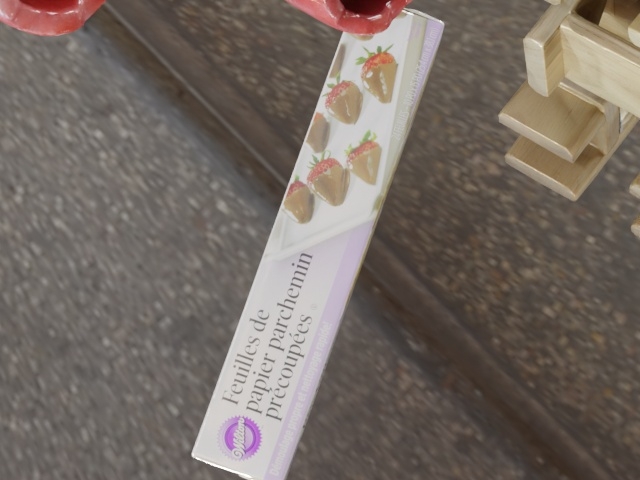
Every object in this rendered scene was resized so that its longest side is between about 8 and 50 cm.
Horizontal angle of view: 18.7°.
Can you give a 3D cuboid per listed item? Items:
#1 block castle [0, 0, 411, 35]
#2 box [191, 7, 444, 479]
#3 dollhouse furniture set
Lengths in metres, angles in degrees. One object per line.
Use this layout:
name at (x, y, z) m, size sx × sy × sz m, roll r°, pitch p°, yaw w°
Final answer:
block castle at (-0.048, -0.331, 0.955) m, size 0.303 × 0.213 × 0.453 m, roll -5°, pitch 108°, yaw -44°
box at (0.000, 0.000, 1.276) m, size 0.063 × 0.067 × 0.324 m, roll 19°, pitch 85°, yaw 4°
dollhouse furniture set at (0.207, -0.095, 0.840) m, size 0.161 × 0.242 × 0.212 m, roll -50°, pitch 155°, yaw -17°
